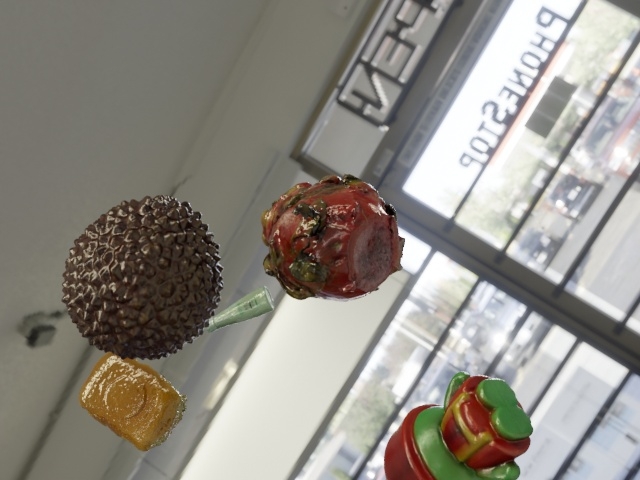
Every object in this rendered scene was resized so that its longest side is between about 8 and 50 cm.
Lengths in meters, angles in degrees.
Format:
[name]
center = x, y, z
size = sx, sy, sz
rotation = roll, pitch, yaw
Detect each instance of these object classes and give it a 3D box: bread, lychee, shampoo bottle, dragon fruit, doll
[bread]
center = -0.436, 0.372, 1.965
size = 0.174, 0.246, 0.121
rotation = -53, -18, -14
[lychee]
center = -0.329, 0.072, 1.580
size = 0.306, 0.306, 0.330
rotation = -49, -10, -37
[shampoo bottle]
center = -0.215, 0.187, 2.190
size = 0.191, 0.069, 0.041
rotation = -25, -16, 13
[dragon fruit]
center = 0.000, 0.000, 1.674
size = 0.269, 0.291, 0.250
rotation = -25, -61, -41
[doll]
center = 0.189, 0.355, 1.335
size = 0.160, 0.182, 0.363
rotation = -10, -34, -33
